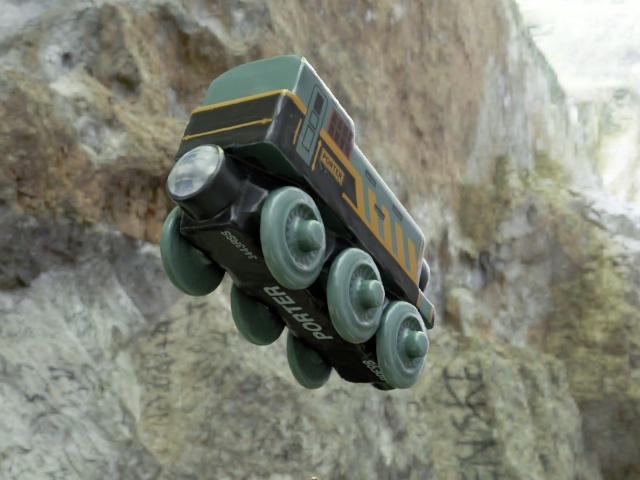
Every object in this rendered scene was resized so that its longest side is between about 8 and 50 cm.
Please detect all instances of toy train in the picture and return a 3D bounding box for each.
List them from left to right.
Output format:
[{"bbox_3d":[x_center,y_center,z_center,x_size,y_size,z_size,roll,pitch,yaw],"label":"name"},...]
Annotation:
[{"bbox_3d":[0.000,0.000,0.746,0.334,0.142,0.190,46,-131,-42],"label":"toy train"}]

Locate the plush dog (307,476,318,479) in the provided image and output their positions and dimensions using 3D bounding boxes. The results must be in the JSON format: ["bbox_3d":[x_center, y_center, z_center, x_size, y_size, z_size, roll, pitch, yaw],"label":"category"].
[{"bbox_3d":[-0.033,0.483,1.224,0.225,0.262,0.210,-95,25,-50],"label":"plush dog"}]
